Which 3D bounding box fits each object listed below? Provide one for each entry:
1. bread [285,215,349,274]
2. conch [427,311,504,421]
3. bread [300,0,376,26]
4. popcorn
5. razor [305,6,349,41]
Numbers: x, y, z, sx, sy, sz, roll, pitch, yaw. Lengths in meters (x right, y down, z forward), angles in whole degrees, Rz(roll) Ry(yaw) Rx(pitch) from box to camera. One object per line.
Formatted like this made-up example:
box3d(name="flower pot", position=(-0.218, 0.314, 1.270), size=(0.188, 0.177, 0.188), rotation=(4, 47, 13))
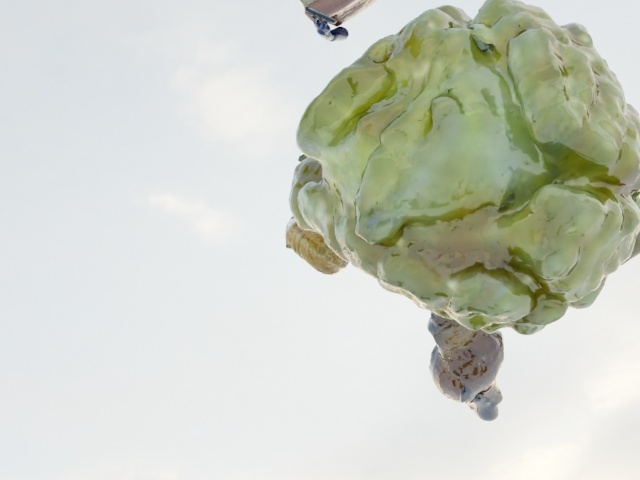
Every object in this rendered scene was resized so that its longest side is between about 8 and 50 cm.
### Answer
box3d(name="bread", position=(0.000, 0.000, 1.063), size=(0.083, 0.111, 0.044), rotation=(35, -77, -6))
box3d(name="conch", position=(0.166, 0.142, 1.044), size=(0.086, 0.080, 0.233), rotation=(-12, -58, -2))
box3d(name="bread", position=(0.037, -0.352, 1.280), size=(0.192, 0.067, 0.119), rotation=(-34, -4, -17))
box3d(name="popcorn", position=(0.126, -0.071, 0.807), size=(0.274, 0.335, 0.279), rotation=(3, -56, -37))
box3d(name="razor", position=(0.013, -0.286, 1.266), size=(0.028, 0.044, 0.154), rotation=(-65, -10, 10))
